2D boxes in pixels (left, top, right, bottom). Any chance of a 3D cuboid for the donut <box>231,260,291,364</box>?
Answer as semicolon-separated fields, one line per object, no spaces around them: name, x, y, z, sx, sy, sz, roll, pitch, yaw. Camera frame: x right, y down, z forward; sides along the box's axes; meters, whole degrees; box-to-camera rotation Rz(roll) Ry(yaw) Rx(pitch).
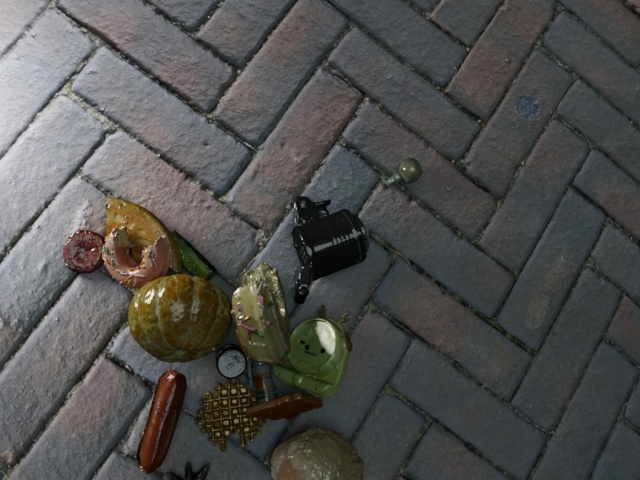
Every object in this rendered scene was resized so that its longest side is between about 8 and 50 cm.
donut;-0.189;0.248;1.759;0.150;0.371;0.308;-13;101;1

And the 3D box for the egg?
egg;-0.012;0.755;1.775;0.310;0.279;0.280;18;80;-14

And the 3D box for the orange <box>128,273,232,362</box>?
orange;-0.443;0.250;1.715;0.328;0.329;0.249;-5;63;-12

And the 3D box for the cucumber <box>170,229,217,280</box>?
cucumber;-0.457;0.055;1.877;0.211;0.062;0.078;45;95;6

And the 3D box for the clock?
clock;-0.010;0.365;1.842;0.234;0.096;0.308;10;65;35

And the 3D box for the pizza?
pizza;-0.613;-0.006;1.831;0.365;0.074;0.182;39;93;3

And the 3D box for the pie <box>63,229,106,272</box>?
pie;-0.796;0.038;1.818;0.153;0.038;0.154;1;85;-11

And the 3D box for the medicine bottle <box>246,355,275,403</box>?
medicine bottle;-0.213;0.449;1.846;0.092;0.061;0.221;10;60;-46

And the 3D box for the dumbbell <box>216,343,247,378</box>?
dumbbell;-0.299;0.400;1.793;0.100;0.191;0.100;1;83;-11

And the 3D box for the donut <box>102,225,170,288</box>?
donut;-0.608;0.063;1.753;0.232;0.085;0.199;11;99;12

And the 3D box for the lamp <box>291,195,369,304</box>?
lamp;0.039;0.022;1.895;0.271;0.205;0.375;-2;73;-7

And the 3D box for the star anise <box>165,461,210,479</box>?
star anise;-0.445;0.827;1.779;0.180;0.061;0.205;15;81;-8

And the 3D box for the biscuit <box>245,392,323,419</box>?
biscuit;-0.120;0.562;1.816;0.280;0.183;0.043;3;46;-23

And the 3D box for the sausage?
sausage;-0.519;0.595;1.775;0.102;0.102;0.331;17;79;-9

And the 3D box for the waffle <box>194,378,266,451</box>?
waffle;-0.301;0.595;1.842;0.231;0.051;0.229;43;78;-3

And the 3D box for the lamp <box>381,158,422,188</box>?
lamp;0.306;-0.246;2.052;0.163;0.091;0.091;-30;89;4
